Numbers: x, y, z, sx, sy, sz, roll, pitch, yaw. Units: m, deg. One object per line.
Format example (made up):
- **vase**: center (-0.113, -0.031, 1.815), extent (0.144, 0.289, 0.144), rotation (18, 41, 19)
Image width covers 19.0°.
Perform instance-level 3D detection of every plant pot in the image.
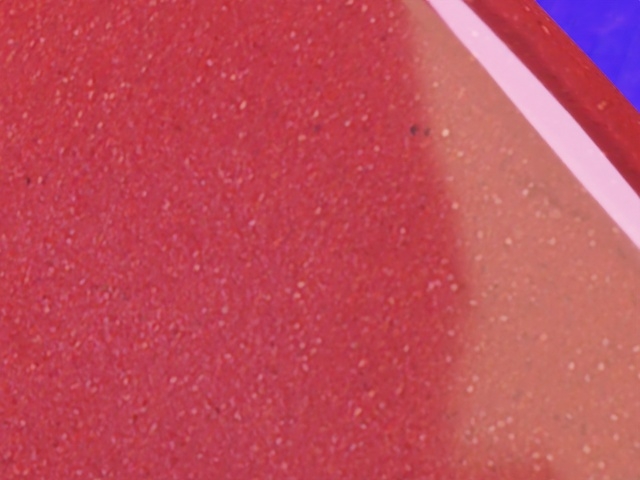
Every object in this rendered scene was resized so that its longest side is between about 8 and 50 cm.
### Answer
- **plant pot**: center (0.009, 0.072, 0.438), extent (0.267, 0.267, 0.236), rotation (-53, 50, 3)
